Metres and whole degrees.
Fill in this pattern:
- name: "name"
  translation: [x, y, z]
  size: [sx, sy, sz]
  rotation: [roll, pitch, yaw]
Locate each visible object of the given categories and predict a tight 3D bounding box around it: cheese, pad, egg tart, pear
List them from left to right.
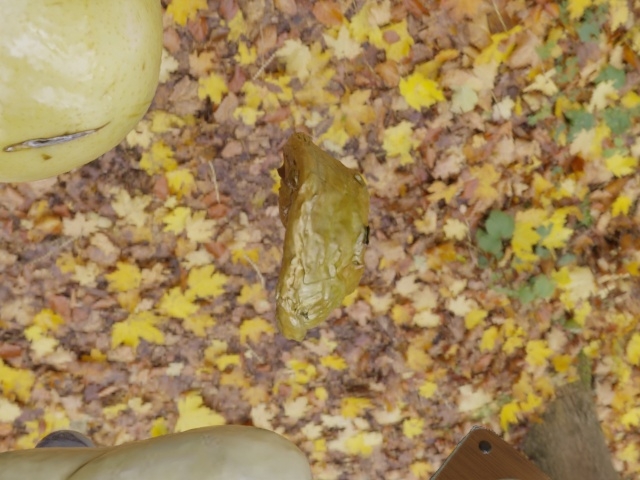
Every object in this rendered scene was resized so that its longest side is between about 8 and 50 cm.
- name: "pear"
  translation: [-0.310, -0.208, 0.691]
  size: [0.310, 0.309, 0.309]
  rotation: [-4, 134, -4]
- name: "cheese"
  translation: [-0.165, 0.353, 0.700]
  size: [0.351, 0.328, 0.129]
  rotation: [-9, 170, 9]
- name: "egg tart"
  translation: [0.000, 0.000, 1.166]
  size: [0.153, 0.339, 0.351]
  rotation: [2, 131, 1]
- name: "pad"
  translation: [0.316, 0.498, 1.271]
  size: [0.284, 0.287, 0.018]
  rotation: [-39, 157, -34]

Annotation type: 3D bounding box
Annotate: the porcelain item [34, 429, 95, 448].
- name: "porcelain item"
  translation: [-0.518, 0.485, 1.493]
  size: [0.141, 0.259, 0.141]
  rotation: [-10, 113, -24]
